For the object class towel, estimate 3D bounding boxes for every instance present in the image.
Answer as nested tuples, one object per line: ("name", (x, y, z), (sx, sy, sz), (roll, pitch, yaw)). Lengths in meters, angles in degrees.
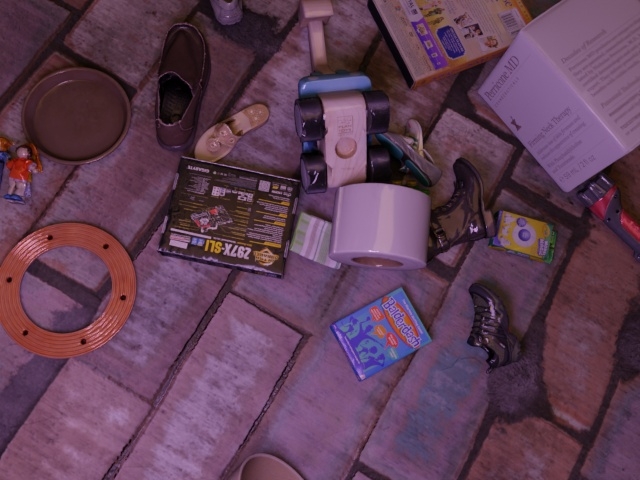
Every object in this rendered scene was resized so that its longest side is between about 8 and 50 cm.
("towel", (0.000, 0.000, 1.645), (0.152, 0.023, 0.113), (23, 73, -28))

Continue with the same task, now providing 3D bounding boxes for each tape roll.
("tape roll", (0.148, -0.027, 1.581), (0.246, 0.246, 0.169), (7, 79, -5))

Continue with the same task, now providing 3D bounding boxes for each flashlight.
("flashlight", (0.845, -0.052, 1.742), (0.304, 0.103, 0.103), (44, 73, 7))

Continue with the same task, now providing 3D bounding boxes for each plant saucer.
("plant saucer", (-0.637, -0.323, 1.677), (0.278, 0.041, 0.278), (1, 76, -5))

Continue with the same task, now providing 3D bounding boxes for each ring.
("ring", (-0.625, 0.122, 1.575), (0.337, 0.032, 0.336), (2, 75, -7))

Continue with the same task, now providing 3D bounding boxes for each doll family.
("doll family", (-0.796, -0.180, 1.603), (0.263, 0.118, 0.163), (7, 81, 14))

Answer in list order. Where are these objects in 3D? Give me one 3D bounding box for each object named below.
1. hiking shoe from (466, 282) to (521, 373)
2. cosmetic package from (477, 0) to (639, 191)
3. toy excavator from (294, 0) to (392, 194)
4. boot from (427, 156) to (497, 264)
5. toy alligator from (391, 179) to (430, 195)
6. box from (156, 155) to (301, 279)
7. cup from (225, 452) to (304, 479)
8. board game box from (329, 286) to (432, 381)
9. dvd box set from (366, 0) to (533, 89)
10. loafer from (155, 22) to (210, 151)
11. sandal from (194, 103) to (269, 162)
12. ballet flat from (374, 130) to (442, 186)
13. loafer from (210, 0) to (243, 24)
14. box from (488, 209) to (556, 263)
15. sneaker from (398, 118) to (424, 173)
("hiking shoe", (0.424, 0.222, 1.635), (0.114, 0.086, 0.227), (-22, 80, -14))
("cosmetic package", (0.707, -0.409, 1.697), (0.327, 0.329, 0.393), (-37, 82, -13))
("toy excavator", (0.017, -0.388, 1.685), (0.222, 0.445, 0.433), (-9, 121, -9))
("boot", (0.327, -0.082, 1.703), (0.229, 0.091, 0.263), (-16, 71, -2))
("toy alligator", (0.200, -0.135, 1.718), (0.190, 0.051, 0.056), (2, 107, 12))
("box", (-0.229, -0.057, 1.638), (0.322, 0.079, 0.257), (11, 77, -4))
("cup", (-0.145, 0.668, 1.374), (0.237, 0.331, 0.331), (-39, 83, 13))
("board game box", (0.153, 0.237, 1.622), (0.210, 0.047, 0.160), (-28, 81, -13))
("dvd box set", (0.385, -0.646, 1.858), (0.420, 0.062, 0.307), (-23, 80, -11))
("loafer", (-0.364, -0.423, 1.685), (0.134, 0.130, 0.366), (2, 76, -6))
("sandal", (-0.239, -0.298, 1.694), (0.240, 0.079, 0.088), (-37, 83, -13))
("ballet flat", (0.236, -0.232, 1.691), (0.213, 0.072, 0.068), (45, 77, 0))
("loafer", (-0.294, -0.762, 1.785), (0.112, 0.111, 0.319), (-22, 80, -11))
("box", (0.554, -0.008, 1.730), (0.179, 0.043, 0.105), (16, 75, -4))
("sneaker", (0.239, -0.259, 1.748), (0.075, 0.057, 0.161), (-2, 79, -12))
